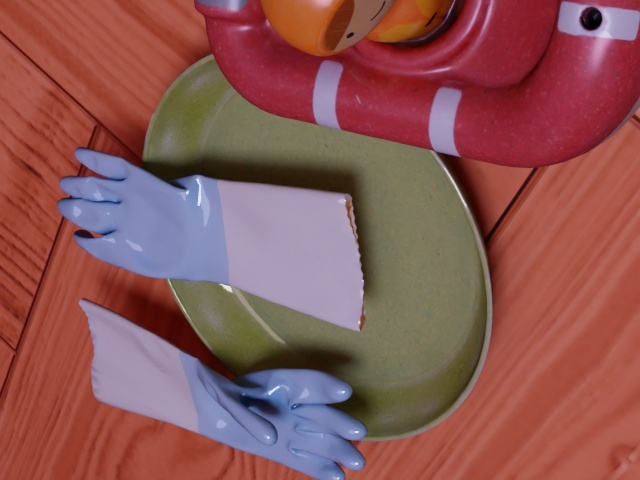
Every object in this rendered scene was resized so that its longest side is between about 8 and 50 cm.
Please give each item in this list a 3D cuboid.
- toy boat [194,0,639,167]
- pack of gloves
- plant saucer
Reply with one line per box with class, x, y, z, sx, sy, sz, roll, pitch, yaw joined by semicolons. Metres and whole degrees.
toy boat;0.030;-0.110;0.592;0.231;0.151;0.151;15;108;28
pack of gloves;-0.076;0.050;0.819;0.232;0.046;0.195;12;123;35
plant saucer;0.000;0.000;0.783;0.241;0.037;0.241;20;127;30
